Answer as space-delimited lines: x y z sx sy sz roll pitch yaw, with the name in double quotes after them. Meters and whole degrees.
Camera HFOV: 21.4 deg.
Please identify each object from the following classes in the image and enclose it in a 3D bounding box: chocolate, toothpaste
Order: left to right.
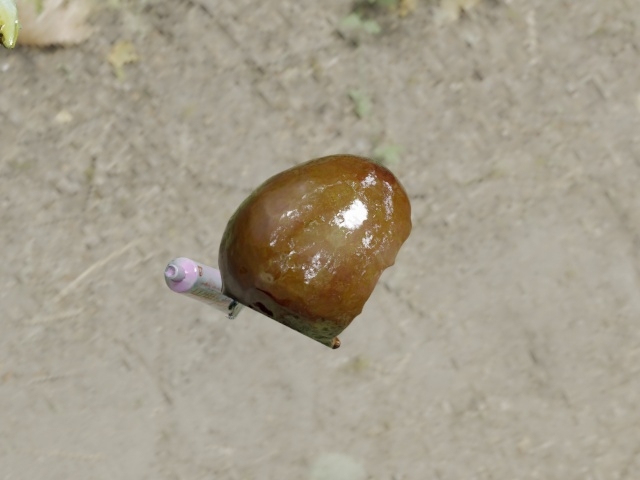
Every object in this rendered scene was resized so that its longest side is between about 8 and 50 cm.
-0.087 0.038 1.364 0.028 0.045 0.170 44 6 20 "toothpaste"
0.000 0.000 1.181 0.133 0.124 0.127 -66 155 -7 "chocolate"

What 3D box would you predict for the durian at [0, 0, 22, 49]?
-0.283 -0.166 1.065 0.139 0.144 0.252 -34 51 -3 "durian"
